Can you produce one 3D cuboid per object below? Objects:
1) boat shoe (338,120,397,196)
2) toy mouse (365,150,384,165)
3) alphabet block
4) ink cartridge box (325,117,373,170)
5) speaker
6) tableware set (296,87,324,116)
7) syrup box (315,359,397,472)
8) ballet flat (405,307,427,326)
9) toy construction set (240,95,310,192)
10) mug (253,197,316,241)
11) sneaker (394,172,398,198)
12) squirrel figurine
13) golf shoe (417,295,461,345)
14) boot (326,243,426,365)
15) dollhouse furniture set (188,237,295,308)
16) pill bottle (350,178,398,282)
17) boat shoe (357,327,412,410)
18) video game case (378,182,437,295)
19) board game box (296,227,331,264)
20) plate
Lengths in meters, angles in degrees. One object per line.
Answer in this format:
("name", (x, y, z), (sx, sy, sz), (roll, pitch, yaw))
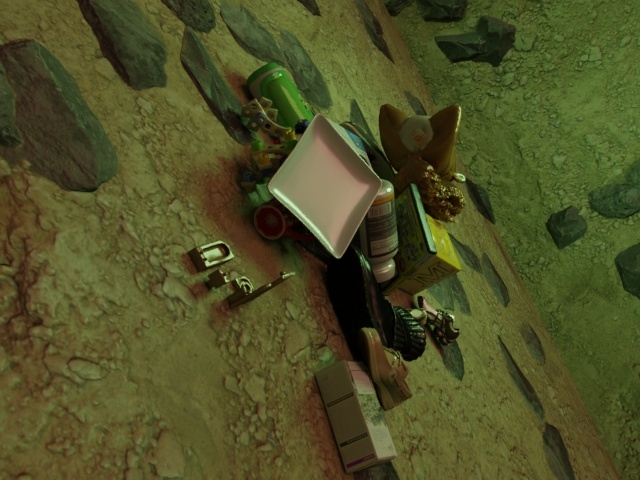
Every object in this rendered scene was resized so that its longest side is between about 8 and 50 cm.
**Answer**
("boat shoe", (0.175, -0.290, 2.305), (0.324, 0.116, 0.097), (50, 31, 0))
("toy mouse", (0.138, -0.267, 2.234), (0.143, 0.161, 0.031), (70, 13, 19))
("alphabet block", (0.324, 0.044, 2.181), (0.193, 0.197, 0.192), (25, 42, -49))
("ink cartridge box", (0.074, -0.211, 2.089), (0.223, 0.129, 0.307), (19, 47, -54))
("speaker", (-0.103, -0.387, 1.971), (0.296, 0.131, 0.131), (59, 26, 0))
("tableware set", (-0.040, -0.452, 2.253), (0.194, 0.039, 0.128), (33, 24, -52))
("syrup box", (0.081, 0.400, 1.486), (0.093, 0.096, 0.237), (17, 48, -54))
("ballet flat", (0.305, 0.249, 2.076), (0.206, 0.067, 0.073), (3, 58, -60))
("toy construction set", (-0.120, -0.260, 1.766), (0.151, 0.215, 0.328), (83, -4, -46))
("mug", (-0.077, -0.064, 1.668), (0.150, 0.113, 0.169), (21, 24, 18))
("sneaker", (0.288, -0.177, 2.494), (0.262, 0.099, 0.121), (-100, -175, -64))
("squirrel figurine", (0.379, -0.251, 2.282), (0.370, 0.281, 0.397), (41, 50, -64))
("golf shoe", (0.402, 0.257, 2.194), (0.198, 0.094, 0.077), (56, 7, -9))
("boot", (0.158, 0.180, 1.811), (0.260, 0.131, 0.348), (2, 71, -52))
("dollhouse furniture set", (-0.167, 0.050, 1.394), (0.151, 0.123, 0.144), (61, 26, 4))
("pill bottle", (0.142, -0.027, 1.875), (0.162, 0.162, 0.278), (-55, 142, -62))
("boat shoe", (0.165, 0.310, 1.600), (0.109, 0.098, 0.302), (-112, -179, -49))
("video game case", (0.248, -0.002, 2.042), (0.035, 0.248, 0.275), (15, 47, -29))
("board game box", (0.000, 0.000, 1.852), (0.186, 0.026, 0.126), (37, 33, -37))
("plate", (0.011, -0.138, 1.662), (0.277, 0.045, 0.278), (44, 60, -24))
